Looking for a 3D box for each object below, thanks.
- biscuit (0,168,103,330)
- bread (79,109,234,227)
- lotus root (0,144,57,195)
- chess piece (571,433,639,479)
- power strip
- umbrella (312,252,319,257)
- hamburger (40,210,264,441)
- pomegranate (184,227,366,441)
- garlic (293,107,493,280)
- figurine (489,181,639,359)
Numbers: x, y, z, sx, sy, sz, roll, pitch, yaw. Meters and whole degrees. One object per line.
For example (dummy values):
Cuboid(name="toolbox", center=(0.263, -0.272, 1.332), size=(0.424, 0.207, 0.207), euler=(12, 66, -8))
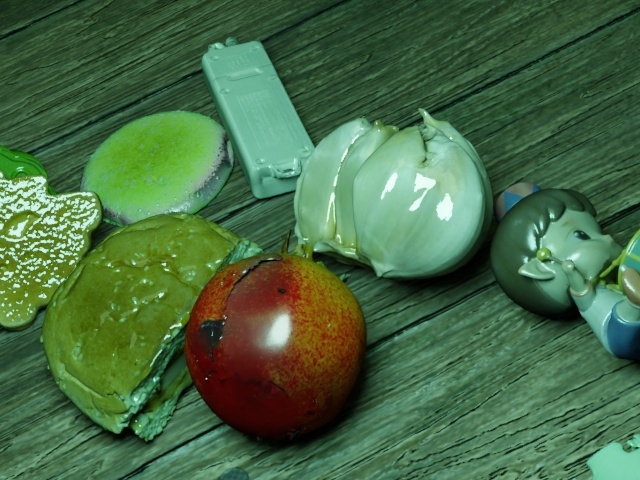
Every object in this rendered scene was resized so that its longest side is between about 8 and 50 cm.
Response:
Cuboid(name="biscuit", center=(-0.401, -0.008, 1.627), size=(0.212, 0.238, 0.041), euler=(-56, 11, -5))
Cuboid(name="bread", center=(-0.231, -0.104, 1.759), size=(0.228, 0.033, 0.228), euler=(-8, 49, 9))
Cuboid(name="lotus root", center=(-0.454, -0.063, 1.721), size=(0.186, 0.186, 0.186), euler=(-9, 48, 10))
Cuboid(name="chess piece", center=(0.349, 0.309, 1.122), size=(0.194, 0.195, 0.299), euler=(-29, 39, -9))
Cuboid(name="power strip", center=(-0.089, -0.181, 1.759), size=(0.098, 0.058, 0.338), euler=(-16, 46, -9))
Cuboid(name="umbrella", center=(0.000, 0.000, 1.601), size=(0.165, 0.025, 0.027), euler=(-39, 28, -20))
Cuboid(name="hamburger", center=(-0.214, 0.082, 1.523), size=(0.211, 0.132, 0.309), euler=(21, 60, 28))
Cuboid(name="pomegranate", center=(-0.043, 0.107, 1.399), size=(0.210, 0.210, 0.235), euler=(7, 50, 22))
Cuboid(name="garlic", center=(0.103, -0.054, 1.490), size=(0.281, 0.184, 0.203), euler=(15, 93, 66))
Cuboid(name="figurine", center=(0.289, 0.019, 1.400), size=(0.275, 0.161, 0.158), euler=(29, 101, 41))
